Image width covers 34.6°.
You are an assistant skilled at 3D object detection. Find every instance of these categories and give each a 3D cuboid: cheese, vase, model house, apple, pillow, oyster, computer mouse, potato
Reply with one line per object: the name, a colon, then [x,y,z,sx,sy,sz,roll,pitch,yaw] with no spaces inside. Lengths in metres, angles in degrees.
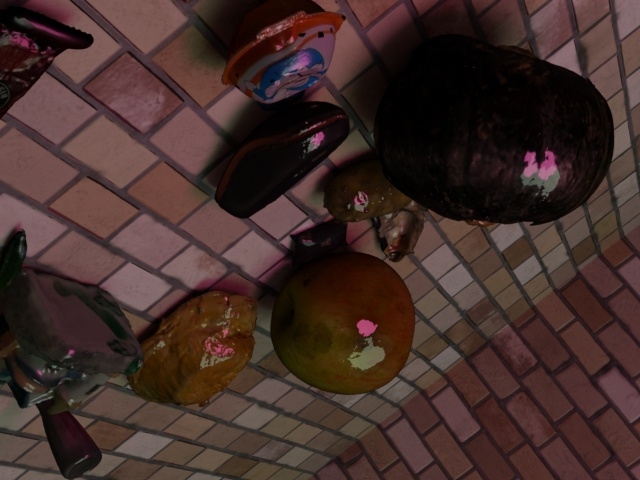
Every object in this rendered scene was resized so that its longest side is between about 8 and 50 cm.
cheese: [-0.060,-0.290,1.646,0.217,0.129,0.329,-26,171,-7]
vase: [-0.529,0.374,2.085,0.086,0.214,0.086,-30,155,-16]
model house: [-0.533,0.236,1.890,0.325,0.194,0.267,-39,155,13]
apple: [0.046,0.190,2.361,0.339,0.340,0.340,-28,153,-16]
pillow: [0.000,0.001,2.296,0.150,0.048,0.090,-21,154,-24]
oyster: [0.180,-0.039,2.436,0.128,0.079,0.345,-11,153,-3]
computer mouse: [-0.076,-0.154,1.857,0.183,0.116,0.323,-24,169,-49]
potato: [0.114,-0.110,2.179,0.251,0.113,0.149,-22,154,-34]

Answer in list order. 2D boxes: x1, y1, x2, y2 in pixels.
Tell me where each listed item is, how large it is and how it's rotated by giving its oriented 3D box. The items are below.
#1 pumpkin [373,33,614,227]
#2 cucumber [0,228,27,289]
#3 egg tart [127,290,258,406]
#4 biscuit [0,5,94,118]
pumpkin: [0.320,-0.195,1.932,0.454,0.454,0.344,2,106,-52]
cucumber: [-0.518,0.034,1.731,0.037,0.037,0.155,-8,143,-45]
egg tart: [-0.263,0.262,2.305,0.351,0.153,0.339,-35,157,0]
biscuit: [-0.431,-0.222,1.371,0.235,0.063,0.151,-41,153,17]
